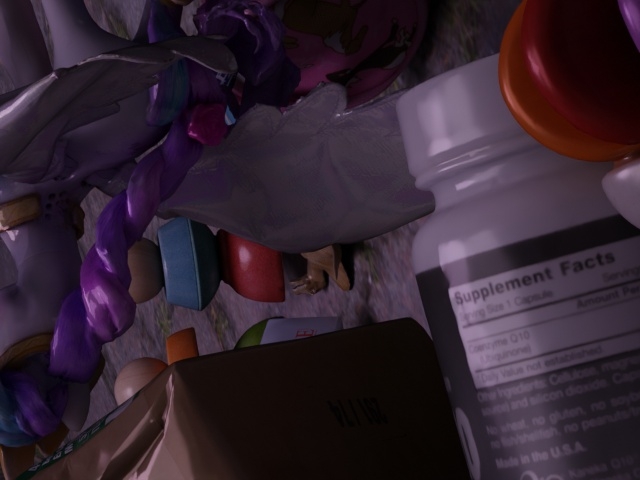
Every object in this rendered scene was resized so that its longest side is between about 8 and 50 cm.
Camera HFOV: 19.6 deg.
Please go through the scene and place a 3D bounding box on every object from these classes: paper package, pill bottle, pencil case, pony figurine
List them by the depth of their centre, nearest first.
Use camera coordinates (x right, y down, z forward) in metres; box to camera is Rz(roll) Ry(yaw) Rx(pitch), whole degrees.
[{"bbox_3d":[0.138,0.048,0.922,0.161,0.161,0.283,151,105,-71],"label":"pill bottle"},{"bbox_3d":[0.011,0.212,1.057,0.168,0.325,0.309,-38,77,23],"label":"paper package"},{"bbox_3d":[-0.119,-0.074,1.072,0.351,0.303,0.363,-34,57,35],"label":"pony figurine"},{"bbox_3d":[-0.063,-0.268,1.294,0.386,0.167,0.160,66,-175,28],"label":"pencil case"}]

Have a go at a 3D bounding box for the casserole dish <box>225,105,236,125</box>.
[{"bbox_3d":[-0.042,-0.089,1.475,0.114,0.037,0.188,-57,42,26],"label":"casserole dish"}]

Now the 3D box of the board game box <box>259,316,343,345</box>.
[{"bbox_3d":[-0.012,0.272,1.409,0.318,0.066,0.318,-73,-24,-60],"label":"board game box"}]

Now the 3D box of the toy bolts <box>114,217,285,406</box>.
[{"bbox_3d":[-0.107,0.092,1.627,0.218,0.158,0.228,-112,15,-67],"label":"toy bolts"}]

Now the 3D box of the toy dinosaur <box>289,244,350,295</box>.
[{"bbox_3d":[0.000,0.000,1.499,0.092,0.053,0.183,59,168,3],"label":"toy dinosaur"}]

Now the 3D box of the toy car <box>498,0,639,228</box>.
[{"bbox_3d":[0.152,-0.091,0.767,0.182,0.136,0.159,-25,77,41],"label":"toy car"}]
